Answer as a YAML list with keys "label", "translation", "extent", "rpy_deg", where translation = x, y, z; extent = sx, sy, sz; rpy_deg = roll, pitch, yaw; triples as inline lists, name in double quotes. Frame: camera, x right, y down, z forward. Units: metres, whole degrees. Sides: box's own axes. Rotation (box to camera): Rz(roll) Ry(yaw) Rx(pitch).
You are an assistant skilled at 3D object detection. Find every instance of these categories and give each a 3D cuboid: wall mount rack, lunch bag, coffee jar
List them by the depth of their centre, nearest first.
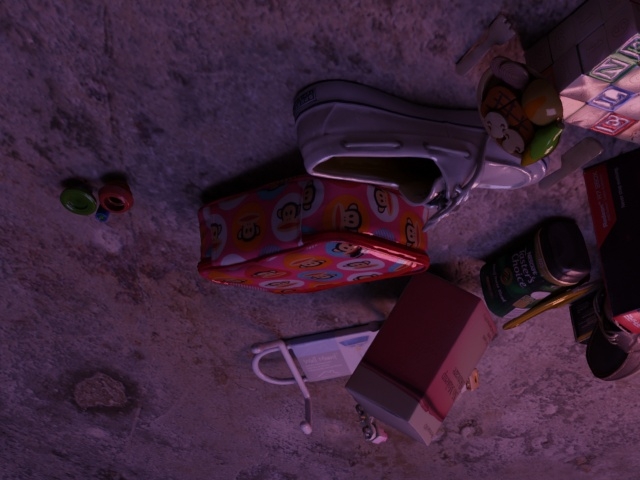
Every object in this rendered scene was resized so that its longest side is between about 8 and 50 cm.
- label: "lunch bag"
  translation: [0.000, 0.000, 1.720]
  extent: [0.293, 0.120, 0.258]
  rpy_deg: [-12, 162, 40]
- label: "coffee jar"
  translation: [0.332, 0.045, 1.918]
  extent: [0.079, 0.096, 0.184]
  rpy_deg: [7, 151, -34]
- label: "wall mount rack"
  translation: [0.031, 0.209, 2.162]
  extent: [0.350, 0.130, 0.304]
  rpy_deg: [-12, 137, 12]

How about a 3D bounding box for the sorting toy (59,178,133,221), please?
- label: "sorting toy"
  translation: [-0.296, -0.061, 1.676]
  extent: [0.102, 0.042, 0.061]
  rpy_deg: [2, 139, 13]

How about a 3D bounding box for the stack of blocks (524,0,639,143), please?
- label: "stack of blocks"
  translation: [0.392, -0.231, 1.390]
  extent: [0.171, 0.087, 0.297]
  rpy_deg: [12, 149, -30]

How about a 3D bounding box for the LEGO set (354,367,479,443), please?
- label: "LEGO set"
  translation: [0.190, 0.269, 2.323]
  extent: [0.287, 0.132, 0.107]
  rpy_deg: [-33, 151, 33]

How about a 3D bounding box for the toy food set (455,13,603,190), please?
- label: "toy food set"
  translation: [0.225, -0.148, 1.429]
  extent: [0.038, 0.192, 0.132]
  rpy_deg: [-31, 172, -35]

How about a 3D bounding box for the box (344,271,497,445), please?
- label: "box"
  translation: [0.165, 0.188, 1.999]
  extent: [0.127, 0.232, 0.148]
  rpy_deg: [26, 167, 27]

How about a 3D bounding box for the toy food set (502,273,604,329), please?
- label: "toy food set"
  translation: [0.371, 0.075, 2.031]
  extent: [0.128, 0.071, 0.218]
  rpy_deg: [-15, 166, -38]

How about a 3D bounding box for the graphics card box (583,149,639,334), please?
- label: "graphics card box"
  translation: [0.544, -0.040, 1.636]
  extent: [0.371, 0.233, 0.094]
  rpy_deg: [-20, 149, 29]

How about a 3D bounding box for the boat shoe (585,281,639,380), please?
- label: "boat shoe"
  translation: [0.486, 0.096, 1.944]
  extent: [0.130, 0.132, 0.355]
  rpy_deg: [-6, 139, -25]

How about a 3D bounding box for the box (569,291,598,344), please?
- label: "box"
  translation: [0.630, 0.107, 2.114]
  extent: [0.257, 0.079, 0.322]
  rpy_deg: [13, 148, -34]

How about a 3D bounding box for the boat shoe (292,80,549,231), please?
- label: "boat shoe"
  translation: [0.139, -0.085, 1.561]
  extent: [0.367, 0.156, 0.136]
  rpy_deg: [12, 149, -29]
